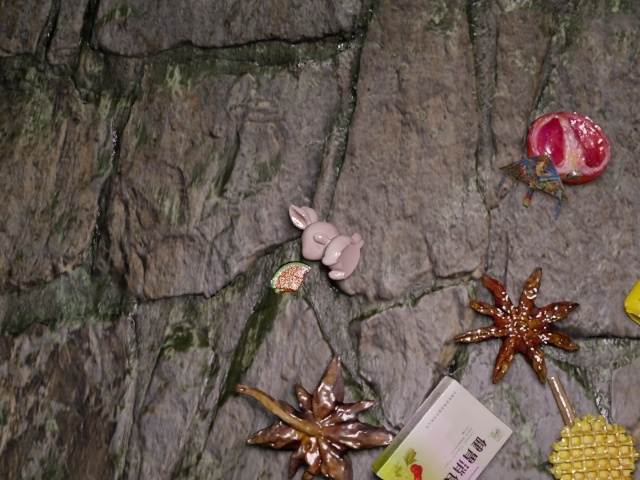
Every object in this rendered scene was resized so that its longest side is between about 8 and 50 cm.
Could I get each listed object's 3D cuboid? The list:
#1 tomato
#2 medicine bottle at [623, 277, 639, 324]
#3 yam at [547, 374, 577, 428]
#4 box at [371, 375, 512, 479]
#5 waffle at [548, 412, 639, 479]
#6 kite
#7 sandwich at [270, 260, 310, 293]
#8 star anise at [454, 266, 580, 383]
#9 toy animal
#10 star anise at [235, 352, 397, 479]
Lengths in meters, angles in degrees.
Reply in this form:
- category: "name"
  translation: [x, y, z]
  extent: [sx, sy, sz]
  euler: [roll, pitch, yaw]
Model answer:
- category: "tomato"
  translation: [0.574, -0.210, 1.664]
  extent: [0.190, 0.099, 0.173]
  euler: [4, 69, -3]
- category: "medicine bottle"
  translation: [0.797, 0.062, 1.565]
  extent: [0.111, 0.076, 0.309]
  euler: [37, 80, 9]
- category: "yam"
  translation: [0.533, 0.366, 1.532]
  extent: [0.032, 0.032, 0.145]
  euler: [-18, 71, 2]
- category: "box"
  translation: [0.259, 0.446, 1.501]
  extent: [0.175, 0.062, 0.260]
  euler: [42, 82, -4]
- category: "waffle"
  translation: [0.574, 0.455, 1.477]
  extent: [0.191, 0.038, 0.191]
  euler: [0, 90, 1]
- category: "kite"
  translation: [0.498, -0.136, 1.629]
  extent: [0.183, 0.160, 0.010]
  euler: [30, 48, 19]
- category: "sandwich"
  translation: [-0.075, 0.090, 1.700]
  extent: [0.069, 0.026, 0.101]
  euler: [31, 83, 11]
- category: "star anise"
  translation: [0.438, 0.186, 1.571]
  extent: [0.289, 0.088, 0.288]
  euler: [-3, 72, 9]
- category: "toy animal"
  translation: [-0.001, 0.002, 1.681]
  extent: [0.124, 0.124, 0.212]
  euler: [-48, 53, -8]
- category: "star anise"
  translation: [-0.014, 0.412, 1.553]
  extent: [0.293, 0.109, 0.349]
  euler: [-31, 72, -11]
